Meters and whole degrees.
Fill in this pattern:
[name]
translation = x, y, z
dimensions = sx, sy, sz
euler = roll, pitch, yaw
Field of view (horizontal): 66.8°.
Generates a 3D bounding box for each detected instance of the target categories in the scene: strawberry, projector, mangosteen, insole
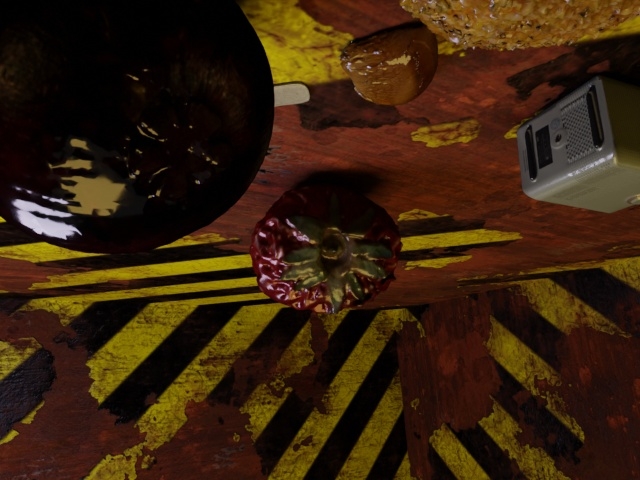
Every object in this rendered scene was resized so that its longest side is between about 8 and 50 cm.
[strawberry]
translation = 0.000, 0.000, 1.095
dimensions = 0.317, 0.295, 0.345
euler = -19, -161, -5
[projector]
translation = 0.475, -0.145, 0.796
dimensions = 0.242, 0.163, 0.177
euler = 5, 164, -20
[mangosteen]
translation = -0.198, -0.139, 0.481
dimensions = 0.297, 0.293, 0.297
euler = -26, 151, -16
[insole]
translation = -0.110, -0.206, 0.717
dimensions = 0.192, 0.010, 0.063
euler = -5, 164, 7

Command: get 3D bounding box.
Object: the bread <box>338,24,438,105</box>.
[bread]
translation = 0.095, -0.223, 0.648
dimensions = 0.126, 0.044, 0.129
euler = -7, 167, 16

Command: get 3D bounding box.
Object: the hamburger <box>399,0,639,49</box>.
[hamburger]
translation = 0.171, -0.248, 0.324
dimensions = 0.294, 0.179, 0.276
euler = -1, 163, -8
